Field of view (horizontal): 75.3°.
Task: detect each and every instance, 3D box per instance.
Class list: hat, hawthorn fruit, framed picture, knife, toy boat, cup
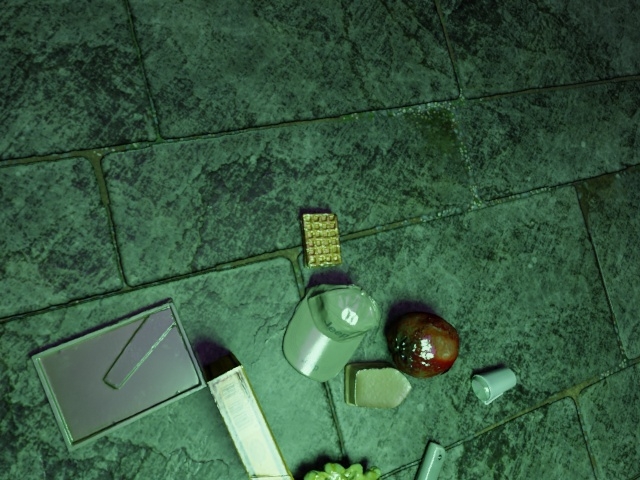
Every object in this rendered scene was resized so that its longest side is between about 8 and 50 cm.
[{"bbox_3d":[0.037,0.236,1.063,0.214,0.149,0.244,30,65,-12],"label":"hat"},{"bbox_3d":[0.297,0.270,1.125,0.235,0.181,0.181,-9,86,-32],"label":"hawthorn fruit"},{"bbox_3d":[-0.452,0.300,0.953,0.315,0.024,0.231,-21,90,-18],"label":"framed picture"},{"bbox_3d":[0.281,0.688,1.129,0.073,0.041,0.265,29,75,-24],"label":"knife"},{"bbox_3d":[0.162,0.390,1.115,0.188,0.061,0.116,4,81,-18],"label":"toy boat"},{"bbox_3d":[0.509,0.431,1.223,0.116,0.074,0.104,-11,110,-23],"label":"cup"}]

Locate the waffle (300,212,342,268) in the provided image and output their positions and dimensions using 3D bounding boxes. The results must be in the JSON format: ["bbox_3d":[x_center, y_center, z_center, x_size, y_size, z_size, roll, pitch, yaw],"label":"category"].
[{"bbox_3d":[0.000,0.000,1.123,0.103,0.042,0.147,-4,84,-17],"label":"waffle"}]

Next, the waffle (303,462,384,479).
[{"bbox_3d":[0.037,0.703,1.012,0.298,0.073,0.316,0,93,-18],"label":"waffle"}]

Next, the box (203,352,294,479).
[{"bbox_3d":[-0.165,0.418,0.938,0.084,0.193,0.301,-24,91,-18],"label":"box"}]
